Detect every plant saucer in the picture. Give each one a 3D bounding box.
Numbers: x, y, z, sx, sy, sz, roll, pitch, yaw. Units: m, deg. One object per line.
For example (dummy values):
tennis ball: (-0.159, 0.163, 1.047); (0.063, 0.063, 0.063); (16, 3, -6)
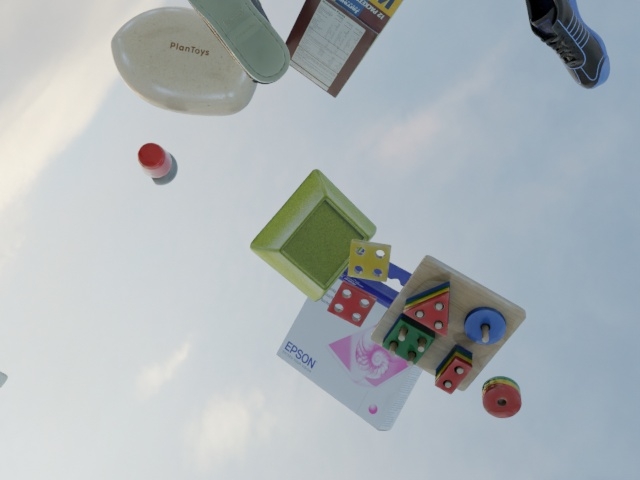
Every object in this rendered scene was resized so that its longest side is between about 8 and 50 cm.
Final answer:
plant saucer: (0.000, 0.000, 1.169); (0.188, 0.188, 0.045); (-50, -150, -4)

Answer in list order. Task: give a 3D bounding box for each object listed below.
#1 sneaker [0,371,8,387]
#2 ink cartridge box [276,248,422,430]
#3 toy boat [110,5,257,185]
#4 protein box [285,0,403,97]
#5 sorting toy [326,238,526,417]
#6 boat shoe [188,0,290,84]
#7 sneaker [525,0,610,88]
sneaker: (-0.434, 0.158, 0.722); (0.058, 0.152, 0.084); (13, -116, 32)
ink cartridge box: (0.097, 0.202, 1.467); (0.324, 0.071, 0.330); (29, -88, 35)
toy boat: (-0.261, -0.259, 1.167); (0.148, 0.268, 0.318); (142, -36, -83)
protein box: (0.052, -0.411, 1.165); (0.199, 0.136, 0.201); (-59, -173, -27)
sorting toy: (0.135, 0.102, 0.741); (0.275, 0.046, 0.132); (30, -63, -1)
boat shoe: (-0.120, -0.300, 0.818); (0.081, 0.227, 0.068); (-32, -168, -2)
sneaker: (0.418, -0.357, 1.120); (0.090, 0.232, 0.081); (-38, -167, -28)
